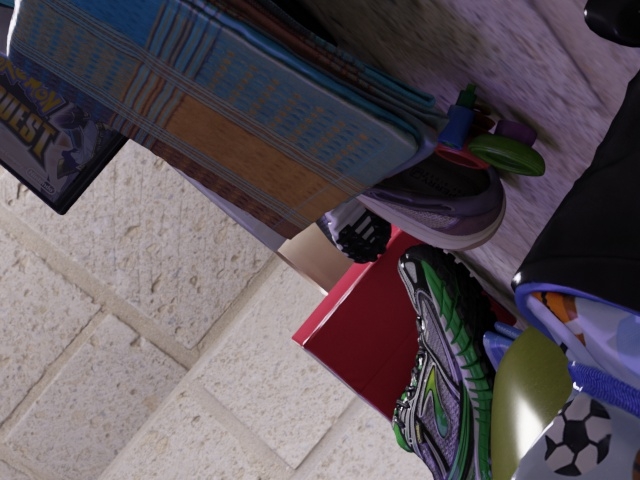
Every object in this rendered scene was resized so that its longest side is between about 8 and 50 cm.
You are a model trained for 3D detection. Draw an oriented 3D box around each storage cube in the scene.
[{"bbox_3d":[0.097,0.109,2.099,0.184,0.193,0.215,41,177,-4],"label":"storage cube"}]

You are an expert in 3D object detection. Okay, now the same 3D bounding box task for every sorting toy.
[{"bbox_3d":[0.107,-0.072,1.099,0.061,0.042,0.102,25,173,-31],"label":"sorting toy"}]

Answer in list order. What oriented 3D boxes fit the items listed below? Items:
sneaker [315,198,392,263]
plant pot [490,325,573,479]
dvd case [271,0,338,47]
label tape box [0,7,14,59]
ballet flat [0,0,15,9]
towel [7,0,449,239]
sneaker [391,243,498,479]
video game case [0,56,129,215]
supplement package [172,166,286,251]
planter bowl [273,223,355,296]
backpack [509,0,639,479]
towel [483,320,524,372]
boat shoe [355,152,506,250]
[{"bbox_3d":[0.004,-0.063,1.942,0.106,0.078,0.234,41,175,44],"label":"sneaker"},{"bbox_3d":[0.240,0.182,1.292,0.275,0.275,0.293,42,-168,-29],"label":"plant pot"},{"bbox_3d":[-0.101,-0.231,1.372,0.180,0.022,0.253,42,176,-32],"label":"dvd case"},{"bbox_3d":[-0.170,-0.185,1.529,0.348,0.115,0.249,22,-171,-13],"label":"label tape box"},{"bbox_3d":[-0.281,-0.235,1.322,0.280,0.095,0.096,15,-136,-22],"label":"ballet flat"},{"bbox_3d":[-0.082,-0.107,1.130,0.271,0.040,0.370,33,166,-6],"label":"towel"},{"bbox_3d":[0.138,0.170,1.929,0.134,0.146,0.343,-52,-50,-70],"label":"sneaker"},{"bbox_3d":[-0.280,-0.206,1.688,0.275,0.248,0.035,40,178,2],"label":"video game case"},{"bbox_3d":[-0.105,-0.123,1.772,0.244,0.139,0.134,39,178,13],"label":"supplement package"},{"bbox_3d":[0.000,0.000,2.416,0.162,0.109,0.162,41,176,3],"label":"planter bowl"},{"bbox_3d":[0.209,0.071,0.555,0.276,0.213,0.263,34,-176,38],"label":"backpack"},{"bbox_3d":[0.290,0.217,1.848,0.209,0.034,0.285,21,147,40],"label":"towel"},{"bbox_3d":[0.012,-0.087,1.287,0.285,0.103,0.092,28,160,8],"label":"boat shoe"}]
